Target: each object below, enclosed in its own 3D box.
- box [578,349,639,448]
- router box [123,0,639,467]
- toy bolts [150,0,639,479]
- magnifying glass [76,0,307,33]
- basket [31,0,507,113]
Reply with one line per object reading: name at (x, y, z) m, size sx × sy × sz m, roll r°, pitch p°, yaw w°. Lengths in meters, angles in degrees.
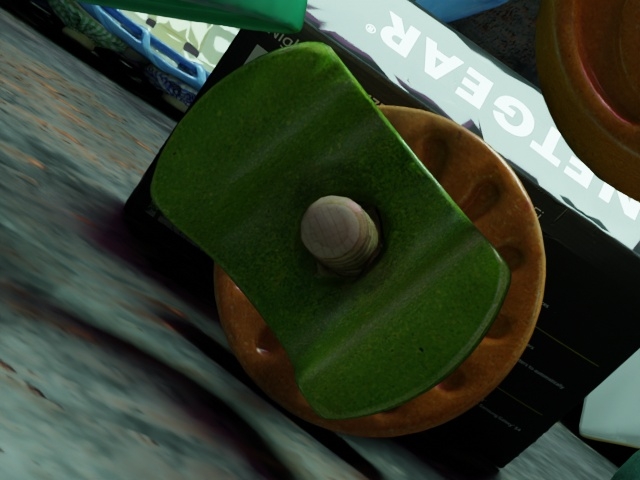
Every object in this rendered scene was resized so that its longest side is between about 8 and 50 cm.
box at (0.300, 0.057, 1.048) m, size 0.215 × 0.168 × 0.345 m, roll 10°, pitch -3°, yaw 22°
router box at (0.034, -0.008, 0.656) m, size 0.179 × 0.133 × 0.046 m, roll 35°, pitch 47°, yaw -5°
toy bolts at (0.099, 0.025, 0.533) m, size 0.228 × 0.218 × 0.158 m, roll 55°, pitch 6°, yaw 14°
magnifying glass at (-0.117, -0.085, 0.498) m, size 0.231 × 0.026 × 0.092 m, roll 12°, pitch 3°, yaw 1°
basket at (-0.045, -0.186, 1.070) m, size 0.255 × 0.201 × 0.289 m, roll 32°, pitch -24°, yaw -18°
